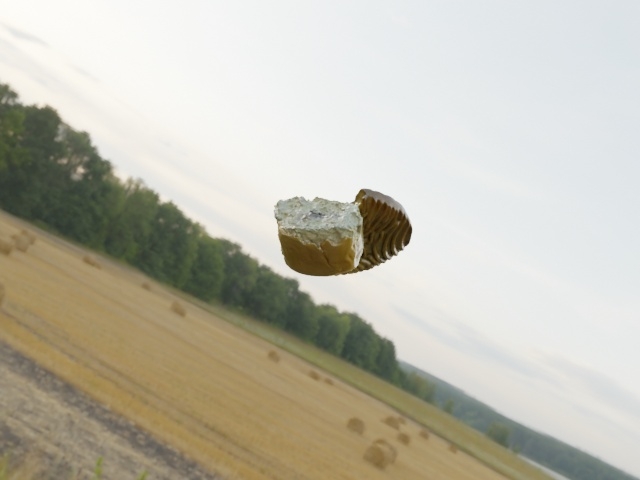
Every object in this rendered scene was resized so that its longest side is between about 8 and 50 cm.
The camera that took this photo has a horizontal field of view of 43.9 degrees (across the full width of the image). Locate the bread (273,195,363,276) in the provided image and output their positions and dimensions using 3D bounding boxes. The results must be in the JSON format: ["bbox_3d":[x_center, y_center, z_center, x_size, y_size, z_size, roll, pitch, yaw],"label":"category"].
[{"bbox_3d":[-0.001,-0.001,1.088,0.125,0.082,0.106,0,-53,11],"label":"bread"}]

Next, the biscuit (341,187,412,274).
[{"bbox_3d":[0.054,-0.006,1.218,0.176,0.031,0.228,-8,-29,6],"label":"biscuit"}]
